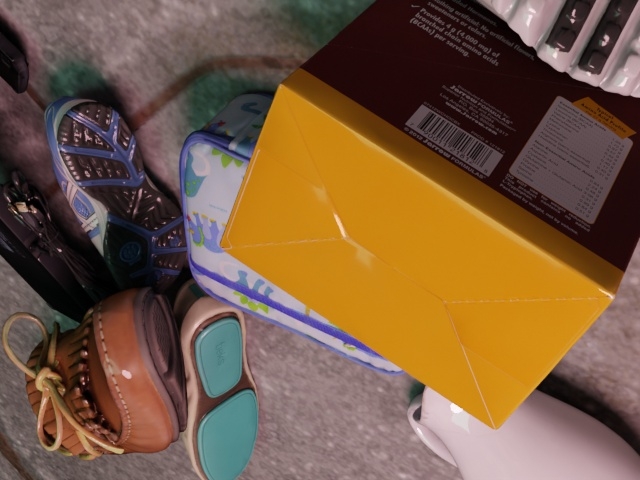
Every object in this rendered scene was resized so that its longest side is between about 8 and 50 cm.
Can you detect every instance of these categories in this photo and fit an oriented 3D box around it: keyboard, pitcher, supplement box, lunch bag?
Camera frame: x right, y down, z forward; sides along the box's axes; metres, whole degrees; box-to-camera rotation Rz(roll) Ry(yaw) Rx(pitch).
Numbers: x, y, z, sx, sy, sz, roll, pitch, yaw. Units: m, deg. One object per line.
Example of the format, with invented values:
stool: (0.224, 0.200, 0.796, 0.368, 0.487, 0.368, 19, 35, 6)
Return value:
keyboard: (-0.269, -0.006, 0.856, 0.201, 0.033, 0.317, 20, 153, 37)
keyboard: (-0.315, -0.217, 0.804, 0.192, 0.038, 0.100, 44, 159, -5)
pitcher: (0.161, 0.184, 0.740, 0.207, 0.125, 0.178, 45, 158, 10)
supplement box: (0.082, -0.038, 0.548, 0.191, 0.194, 0.129, 33, 136, 7)
lunch bag: (0.000, 0.000, 0.714, 0.219, 0.090, 0.176, 24, 137, 18)

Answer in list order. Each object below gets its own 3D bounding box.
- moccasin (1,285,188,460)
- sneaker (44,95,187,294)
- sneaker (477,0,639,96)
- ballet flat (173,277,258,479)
moccasin: (-0.208, 0.129, 0.846, 0.380, 0.147, 0.139, 146, 116, -67)
sneaker: (-0.180, -0.039, 0.826, 0.081, 0.080, 0.211, 34, 147, 47)
sneaker: (0.095, -0.175, 0.507, 0.292, 0.118, 0.110, 27, 105, -11)
ballet flat: (-0.109, 0.136, 0.912, 0.086, 0.086, 0.248, 20, 131, 20)
